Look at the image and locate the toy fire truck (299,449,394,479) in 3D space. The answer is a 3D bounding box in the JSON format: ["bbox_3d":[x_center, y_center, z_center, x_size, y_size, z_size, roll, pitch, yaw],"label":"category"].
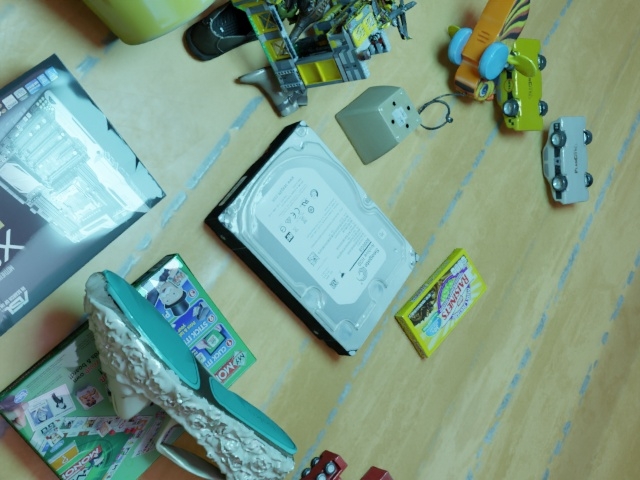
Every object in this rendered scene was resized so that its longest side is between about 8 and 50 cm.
[{"bbox_3d":[0.024,0.429,1.203,0.192,0.047,0.135,-44,111,-27],"label":"toy fire truck"}]

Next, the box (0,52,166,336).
[{"bbox_3d":[-0.396,-0.057,0.945,0.307,0.076,0.242,-45,110,-28],"label":"box"}]

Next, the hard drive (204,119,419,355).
[{"bbox_3d":[0.000,0.000,1.211,0.339,0.064,0.237,49,63,-22],"label":"hard drive"}]

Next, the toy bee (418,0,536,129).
[{"bbox_3d":[0.307,-0.346,1.404,0.162,0.298,0.195,16,39,-59],"label":"toy bee"}]

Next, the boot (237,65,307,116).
[{"bbox_3d":[-0.072,-0.248,1.197,0.118,0.042,0.087,-24,108,-25],"label":"boot"}]

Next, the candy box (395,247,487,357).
[{"bbox_3d":[0.235,0.117,1.378,0.206,0.027,0.105,-43,113,-28],"label":"candy box"}]

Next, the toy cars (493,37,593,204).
[{"bbox_3d":[0.464,-0.245,1.527,0.176,0.087,0.393,-50,116,-20],"label":"toy cars"}]

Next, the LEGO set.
[{"bbox_3d":[0.033,-0.390,1.132,0.331,0.192,0.255,-47,126,-44],"label":"LEGO set"}]

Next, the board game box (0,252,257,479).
[{"bbox_3d":[-0.266,0.198,1.030,0.317,0.046,0.213,-43,110,-29],"label":"board game box"}]

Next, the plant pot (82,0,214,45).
[{"bbox_3d":[-0.264,-0.410,0.976,0.254,0.254,0.239,-49,128,-26],"label":"plant pot"}]

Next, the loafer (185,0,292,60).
[{"bbox_3d":[-0.112,-0.358,1.153,0.220,0.078,0.080,-44,110,-28],"label":"loafer"}]

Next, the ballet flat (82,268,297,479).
[{"bbox_3d":[-0.195,0.222,0.977,0.409,0.147,0.147,48,63,-21],"label":"ballet flat"}]

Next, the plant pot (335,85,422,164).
[{"bbox_3d":[0.114,-0.214,1.281,0.109,0.096,0.109,-43,109,-29],"label":"plant pot"}]
